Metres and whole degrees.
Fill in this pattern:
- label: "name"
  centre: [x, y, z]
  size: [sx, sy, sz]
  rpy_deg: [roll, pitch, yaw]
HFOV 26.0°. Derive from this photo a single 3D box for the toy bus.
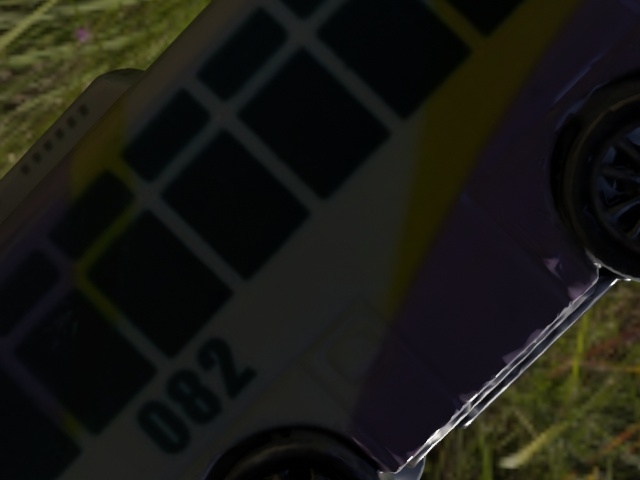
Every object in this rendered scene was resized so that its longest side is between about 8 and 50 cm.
- label: "toy bus"
  centre: [0.000, 0.000, 0.650]
  size: [0.249, 0.440, 0.209]
  rpy_deg: [45, 9, 3]
